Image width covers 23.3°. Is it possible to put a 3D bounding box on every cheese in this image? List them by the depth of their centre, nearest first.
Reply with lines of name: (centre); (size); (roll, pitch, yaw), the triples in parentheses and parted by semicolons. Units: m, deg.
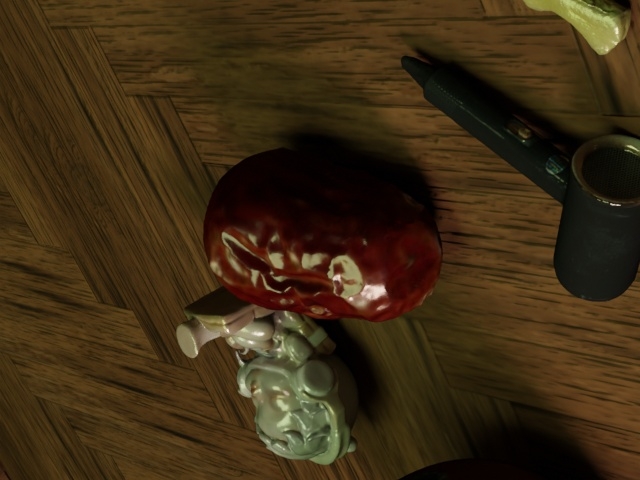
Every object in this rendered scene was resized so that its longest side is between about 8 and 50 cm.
cheese: (0.179, -0.163, 1.091); (0.083, 0.030, 0.044); (31, 140, 20)

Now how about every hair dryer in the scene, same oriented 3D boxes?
hair dryer: (0.156, -0.066, 1.221); (0.255, 0.070, 0.128); (41, 151, 30)

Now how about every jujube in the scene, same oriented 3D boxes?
jujube: (0.000, 0.000, 1.410); (0.230, 0.155, 0.155); (16, 137, 43)

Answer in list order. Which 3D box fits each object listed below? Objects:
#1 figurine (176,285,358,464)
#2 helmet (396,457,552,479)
figurine: (-0.041, 0.148, 1.644); (0.162, 0.141, 0.237); (9, 132, 56)
helmet: (0.174, 0.350, 1.494); (0.337, 0.230, 0.385); (10, 140, 47)
